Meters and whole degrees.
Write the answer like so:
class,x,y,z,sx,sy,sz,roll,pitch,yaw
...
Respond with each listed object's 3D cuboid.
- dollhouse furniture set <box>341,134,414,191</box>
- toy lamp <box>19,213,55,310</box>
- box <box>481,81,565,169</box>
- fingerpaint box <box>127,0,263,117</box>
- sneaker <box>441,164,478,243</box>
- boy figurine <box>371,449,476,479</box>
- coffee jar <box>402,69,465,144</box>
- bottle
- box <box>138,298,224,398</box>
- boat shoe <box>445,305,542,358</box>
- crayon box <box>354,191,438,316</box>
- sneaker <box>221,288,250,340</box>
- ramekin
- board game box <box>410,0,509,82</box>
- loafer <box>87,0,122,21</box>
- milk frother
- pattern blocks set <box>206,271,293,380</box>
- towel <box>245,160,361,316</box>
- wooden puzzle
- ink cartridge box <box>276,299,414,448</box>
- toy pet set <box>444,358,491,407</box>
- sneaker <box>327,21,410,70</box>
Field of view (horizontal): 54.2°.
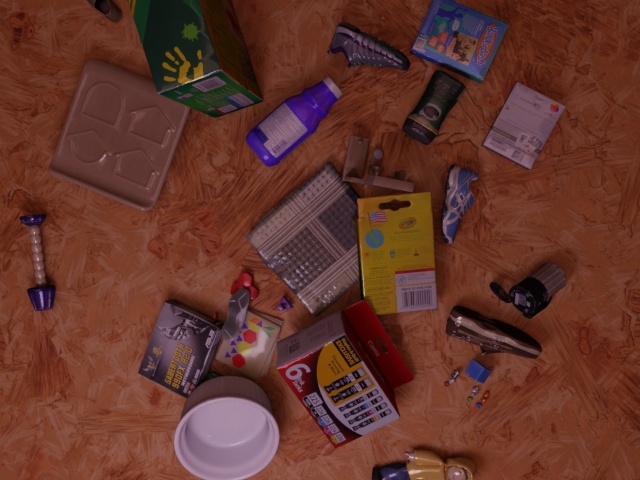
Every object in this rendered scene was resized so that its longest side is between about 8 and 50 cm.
class,x,y,z,sx,sy,sz,roll,pitch,yaw
dollhouse furniture set,0.159,-0.203,1.641,0.144,0.151,0.123,8,95,-20
toy lamp,-0.812,0.064,1.796,0.080,0.080,0.275,-7,92,6
box,0.537,-0.303,1.661,0.145,0.038,0.186,27,97,3
fingerpaint box,-0.311,-0.521,1.523,0.163,0.445,0.371,-17,93,7
sneaker,0.368,-0.093,1.670,0.081,0.080,0.211,9,96,8
boy figurine,0.291,0.665,1.727,0.285,0.092,0.177,-11,90,9
coffee jar,0.298,-0.350,1.659,0.096,0.079,0.184,32,95,-1
bottle,-0.067,-0.327,1.689,0.283,0.092,0.118,-41,90,7
box,-0.392,0.307,1.767,0.183,0.056,0.231,24,99,10
boat shoe,0.461,0.267,1.690,0.257,0.095,0.095,24,110,9
crayon box,0.201,0.031,1.663,0.202,0.081,0.319,-5,102,-3
sneaker,-0.233,0.207,1.738,0.053,0.061,0.152,16,76,14
ramekin,-0.254,0.506,1.707,0.277,0.135,0.277,-3,112,-7
board game box,0.366,-0.534,1.656,0.210,0.047,0.160,25,95,4
loafer,-0.616,-0.672,1.739,0.148,0.050,0.056,40,96,1
milk frother,0.548,0.120,1.665,0.134,0.129,0.143,-30,57,-27
pattern blocks set,-0.199,0.285,1.776,0.285,0.026,0.325,34,97,4
towel,0.000,0.000,1.735,0.324,0.056,0.312,-40,92,5
wooden puzzle,-0.552,-0.294,1.751,0.322,0.080,0.348,22,91,3
ink cartridge box,0.076,0.352,1.648,0.271,0.130,0.309,-29,112,10
toy pet set,0.419,0.391,1.706,0.122,0.065,0.114,32,96,2
sneaker,0.129,-0.495,1.680,0.223,0.083,0.098,31,119,5
